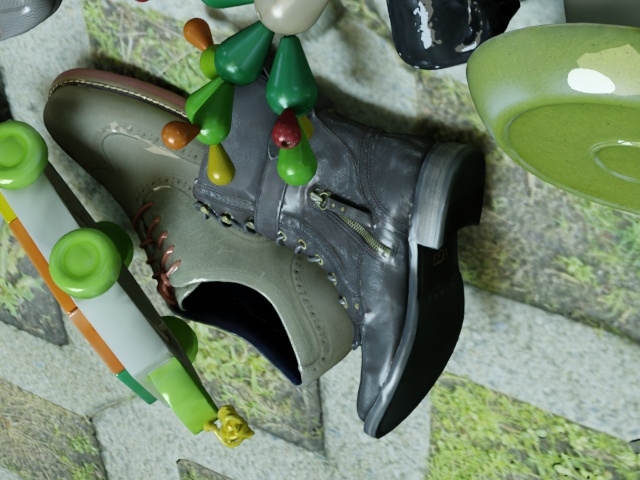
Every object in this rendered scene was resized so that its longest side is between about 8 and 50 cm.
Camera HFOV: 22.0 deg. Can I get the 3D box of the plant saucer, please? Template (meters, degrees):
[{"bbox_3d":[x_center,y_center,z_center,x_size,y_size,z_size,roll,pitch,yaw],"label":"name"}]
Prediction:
[{"bbox_3d":[0.201,-0.061,1.006,0.241,0.037,0.241,17,165,5],"label":"plant saucer"}]

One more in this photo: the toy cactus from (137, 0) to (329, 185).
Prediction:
[{"bbox_3d":[-0.054,-0.150,1.186,0.180,0.112,0.219,-45,59,33],"label":"toy cactus"}]

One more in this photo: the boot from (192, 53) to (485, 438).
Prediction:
[{"bbox_3d":[0.000,0.000,1.275,0.229,0.091,0.263,20,106,26],"label":"boot"}]

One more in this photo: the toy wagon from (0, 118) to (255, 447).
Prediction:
[{"bbox_3d":[-0.179,0.047,1.412,0.344,0.068,0.267,54,178,22],"label":"toy wagon"}]

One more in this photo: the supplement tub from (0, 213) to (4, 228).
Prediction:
[{"bbox_3d":[-0.482,-0.082,1.570,0.325,0.235,0.235,23,142,25],"label":"supplement tub"}]

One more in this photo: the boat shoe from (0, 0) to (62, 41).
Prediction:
[{"bbox_3d":[-0.319,-0.257,1.313,0.355,0.130,0.132,22,139,35],"label":"boat shoe"}]

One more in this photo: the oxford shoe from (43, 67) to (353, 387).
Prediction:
[{"bbox_3d":[-0.108,-0.015,1.372,0.348,0.130,0.123,35,146,10],"label":"oxford shoe"}]

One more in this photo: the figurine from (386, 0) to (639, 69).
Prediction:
[{"bbox_3d":[0.113,-0.212,0.984,0.215,0.092,0.209,4,128,40],"label":"figurine"}]
